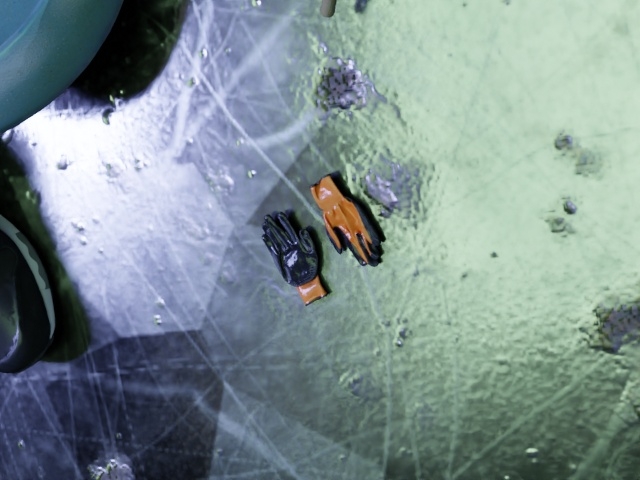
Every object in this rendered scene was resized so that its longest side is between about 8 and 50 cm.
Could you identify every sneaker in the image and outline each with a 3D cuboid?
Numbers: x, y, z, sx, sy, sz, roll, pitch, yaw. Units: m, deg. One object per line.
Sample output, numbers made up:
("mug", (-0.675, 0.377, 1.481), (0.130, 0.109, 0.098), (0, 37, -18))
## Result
("sneaker", (-0.321, -0.009, 0.984), (0.107, 0.124, 0.283), (-35, 88, 24))

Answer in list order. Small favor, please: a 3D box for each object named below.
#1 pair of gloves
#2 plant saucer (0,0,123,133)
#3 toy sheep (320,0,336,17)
("pair of gloves", (0.000, 0.000, 0.922), (0.083, 0.010, 0.074), (-33, 90, 27))
("plant saucer", (-0.289, -0.221, 0.908), (0.318, 0.044, 0.317), (-1, 84, 7))
("toy sheep", (-0.009, -0.199, 0.844), (0.132, 0.091, 0.091), (15, 107, 4))
